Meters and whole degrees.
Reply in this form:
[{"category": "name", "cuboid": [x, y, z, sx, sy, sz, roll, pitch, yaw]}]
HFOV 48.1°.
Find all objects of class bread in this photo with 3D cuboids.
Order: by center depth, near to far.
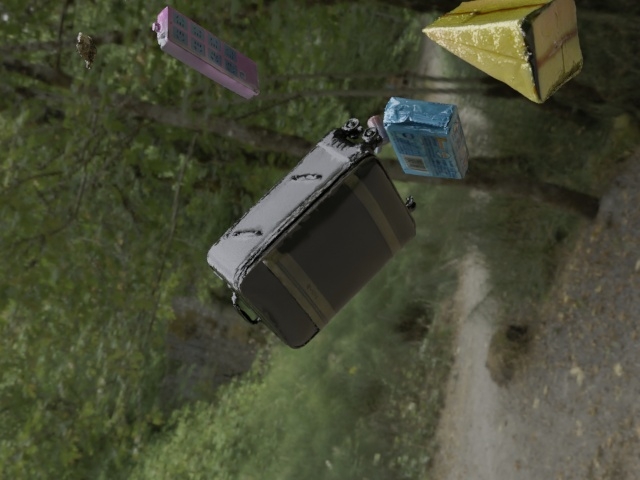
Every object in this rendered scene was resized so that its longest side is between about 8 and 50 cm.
[{"category": "bread", "cuboid": [0.358, -0.379, 1.407, 0.167, 0.264, 0.163, -37, -59, -27]}]

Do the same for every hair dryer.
[{"category": "hair dryer", "cuboid": [0.133, -0.234, 1.663, 0.114, 0.037, 0.063, 90, 159, -67]}]

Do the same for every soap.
[{"category": "soap", "cuboid": [0.231, -0.213, 1.541, 0.293, 0.156, 0.077, 50, -126, -65]}]

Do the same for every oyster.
[{"category": "oyster", "cuboid": [-0.435, -0.354, 1.334, 0.093, 0.034, 0.051, 167, 99, -79]}]

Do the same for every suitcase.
[{"category": "suitcase", "cuboid": [0.000, 0.000, 1.430, 0.434, 0.194, 0.283, -43, -46, -9]}]

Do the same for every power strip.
[{"category": "power strip", "cuboid": [-0.244, -0.409, 1.585, 0.037, 0.279, 0.109, -32, 50, 33]}]
